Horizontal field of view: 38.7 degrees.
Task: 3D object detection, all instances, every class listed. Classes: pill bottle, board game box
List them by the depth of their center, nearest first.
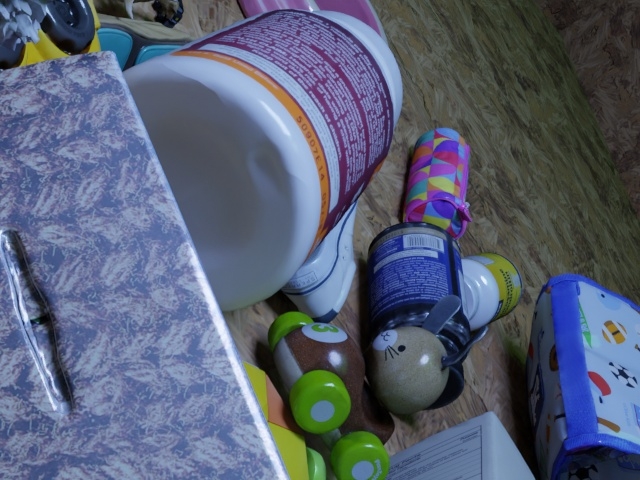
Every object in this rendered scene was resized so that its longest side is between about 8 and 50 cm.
[{"bbox_3d":[-0.138,0.095,0.461,0.141,0.291,0.232,-17,69,-21],"label":"board game box"},{"bbox_3d":[-0.052,-0.107,0.914,0.224,0.224,0.392,55,28,-8],"label":"pill bottle"},{"bbox_3d":[0.119,0.090,1.110,0.123,0.122,0.219,41,33,-31],"label":"pill bottle"},{"bbox_3d":[0.216,0.075,1.308,0.184,0.103,0.103,-9,71,-61],"label":"pill bottle"}]

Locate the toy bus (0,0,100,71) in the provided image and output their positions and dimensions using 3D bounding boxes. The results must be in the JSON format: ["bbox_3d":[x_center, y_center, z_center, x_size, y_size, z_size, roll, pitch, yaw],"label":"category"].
[{"bbox_3d":[-0.236,-0.078,0.671,0.211,0.149,0.220,65,25,-4],"label":"toy bus"}]

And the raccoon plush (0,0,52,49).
[{"bbox_3d":[-0.273,-0.125,0.345,0.446,0.299,0.216,-21,92,-35],"label":"raccoon plush"}]

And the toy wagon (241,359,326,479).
[{"bbox_3d":[-0.085,0.237,0.684,0.267,0.068,0.344,33,37,-40],"label":"toy wagon"}]

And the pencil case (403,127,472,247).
[{"bbox_3d":[0.188,-0.085,1.428,0.104,0.104,0.236,46,29,-23],"label":"pencil case"}]

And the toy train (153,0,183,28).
[{"bbox_3d":[-0.189,-0.322,1.101,0.027,0.036,0.158,23,44,-49],"label":"toy train"}]

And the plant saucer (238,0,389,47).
[{"bbox_3d":[0.000,-0.345,1.390,0.332,0.084,0.332,39,34,-33],"label":"plant saucer"}]

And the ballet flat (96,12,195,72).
[{"bbox_3d":[-0.211,-0.192,0.919,0.073,0.080,0.232,36,19,18],"label":"ballet flat"}]

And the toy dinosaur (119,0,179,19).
[{"bbox_3d":[-0.197,-0.267,0.963,0.092,0.053,0.183,20,14,2],"label":"toy dinosaur"}]

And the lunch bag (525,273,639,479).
[{"bbox_3d":[0.429,0.276,1.326,0.385,0.239,0.328,51,29,-31],"label":"lunch bag"}]

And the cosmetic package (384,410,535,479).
[{"bbox_3d":[0.125,0.294,0.830,0.129,0.153,0.296,58,17,-7],"label":"cosmetic package"}]

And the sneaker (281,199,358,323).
[{"bbox_3d":[0.000,0.000,1.062,0.258,0.094,0.091,-69,145,-54],"label":"sneaker"}]

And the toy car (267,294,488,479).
[{"bbox_3d":[0.064,0.113,0.864,0.149,0.188,0.155,59,0,-23],"label":"toy car"}]
